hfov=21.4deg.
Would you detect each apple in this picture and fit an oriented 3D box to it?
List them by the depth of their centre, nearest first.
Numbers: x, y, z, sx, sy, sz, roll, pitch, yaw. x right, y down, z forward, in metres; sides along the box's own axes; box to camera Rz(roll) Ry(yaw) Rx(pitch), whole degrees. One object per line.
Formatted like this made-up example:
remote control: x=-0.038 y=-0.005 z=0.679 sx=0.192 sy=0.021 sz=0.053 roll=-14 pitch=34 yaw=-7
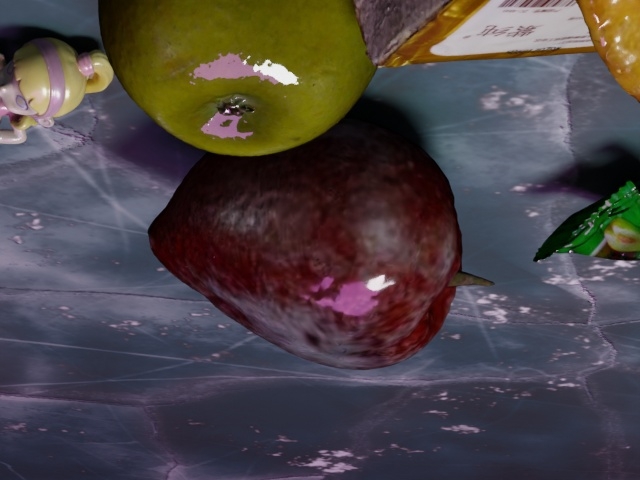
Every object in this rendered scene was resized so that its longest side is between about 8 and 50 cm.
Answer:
apple: x=-0.053 y=-0.145 z=1.138 sx=0.196 sy=0.157 sz=0.196 roll=2 pitch=150 yaw=1

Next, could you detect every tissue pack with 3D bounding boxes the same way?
tissue pack: x=0.154 y=-0.175 z=1.044 sx=0.226 sy=0.092 sz=0.183 roll=-10 pitch=169 yaw=-26

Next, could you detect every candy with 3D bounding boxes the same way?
candy: x=0.307 y=-0.019 z=1.519 sx=0.203 sy=0.078 sz=0.141 roll=4 pitch=173 yaw=-35

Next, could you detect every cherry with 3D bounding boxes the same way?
cherry: x=0.000 y=0.000 z=1.433 sx=0.300 sy=0.203 sz=0.230 roll=8 pitch=166 yaw=8

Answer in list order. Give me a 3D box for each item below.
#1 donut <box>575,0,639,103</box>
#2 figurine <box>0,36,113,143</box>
donut: x=0.248 y=-0.198 z=0.890 sx=0.303 sy=0.110 sz=0.303 roll=-13 pitch=130 yaw=-16
figurine: x=-0.248 y=-0.115 z=1.360 sx=0.187 sy=0.083 sz=0.083 roll=-23 pitch=147 yaw=37
